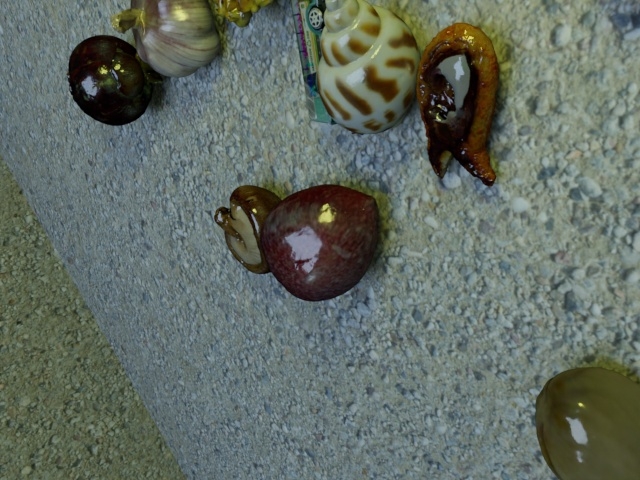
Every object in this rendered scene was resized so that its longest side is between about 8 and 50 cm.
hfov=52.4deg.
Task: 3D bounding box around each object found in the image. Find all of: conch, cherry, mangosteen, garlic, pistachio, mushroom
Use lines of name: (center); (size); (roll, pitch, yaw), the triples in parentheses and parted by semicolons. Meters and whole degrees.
conch: (0.075, -0.297, 1.084); (0.275, 0.183, 0.149); (57, 179, -21)
cherry: (0.000, 0.000, 1.321); (0.300, 0.203, 0.230); (-41, 77, 36)
mangosteen: (-0.496, -0.413, 1.654); (0.289, 0.231, 0.231); (-9, 108, 9)
garlic: (-0.357, -0.472, 1.412); (0.245, 0.253, 0.245); (16, 118, 32)
pistachio: (0.463, 0.327, 1.038); (0.288, 0.197, 0.166); (50, -176, -1)
mushroom: (-0.144, -0.029, 1.524); (0.194, 0.138, 0.231); (43, 150, 3)

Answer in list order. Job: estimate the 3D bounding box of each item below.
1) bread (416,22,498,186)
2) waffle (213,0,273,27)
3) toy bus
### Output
bread: (0.225, -0.217, 1.046); (0.139, 0.095, 0.269); (24, 141, 41)
waffle: (-0.151, -0.562, 1.216); (0.302, 0.068, 0.325); (-45, 54, 51)
toy bus: (0.011, -0.349, 1.202); (0.109, 0.091, 0.261); (16, 120, 50)
